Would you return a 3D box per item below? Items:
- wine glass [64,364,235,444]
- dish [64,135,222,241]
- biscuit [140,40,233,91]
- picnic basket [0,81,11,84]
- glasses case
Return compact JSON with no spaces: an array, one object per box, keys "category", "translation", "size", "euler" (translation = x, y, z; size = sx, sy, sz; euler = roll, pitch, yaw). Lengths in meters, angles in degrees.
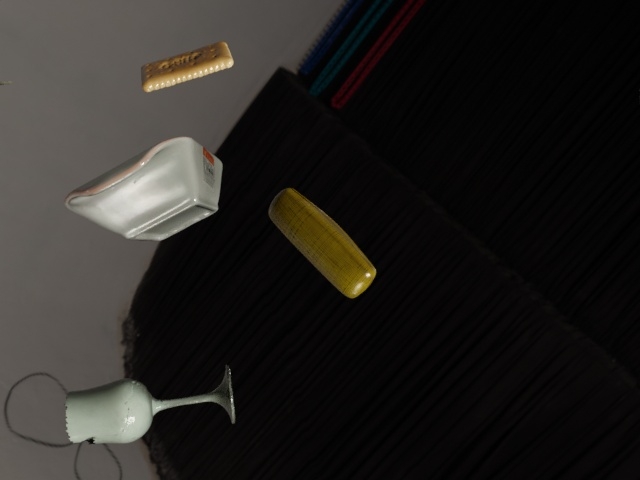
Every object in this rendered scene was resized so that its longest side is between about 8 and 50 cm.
[{"category":"wine glass","translation":[-0.209,0.207,0.688],"size":[0.196,0.079,0.079],"euler":[-6,29,-12]},{"category":"dish","translation":[-0.190,-0.048,0.641],"size":[0.064,0.154,0.234],"euler":[62,1,2]},{"category":"biscuit","translation":[-0.364,-0.474,1.482],"size":[0.160,0.250,0.030],"euler":[-112,-175,-49]},{"category":"picnic basket","translation":[-0.365,-0.167,0.549],"size":[0.065,0.083,0.083],"euler":[22,21,7]},{"category":"glasses case","translation":[0.000,0.000,0.963],"size":[0.234,0.079,0.064],"euler":[45,25,17]}]
